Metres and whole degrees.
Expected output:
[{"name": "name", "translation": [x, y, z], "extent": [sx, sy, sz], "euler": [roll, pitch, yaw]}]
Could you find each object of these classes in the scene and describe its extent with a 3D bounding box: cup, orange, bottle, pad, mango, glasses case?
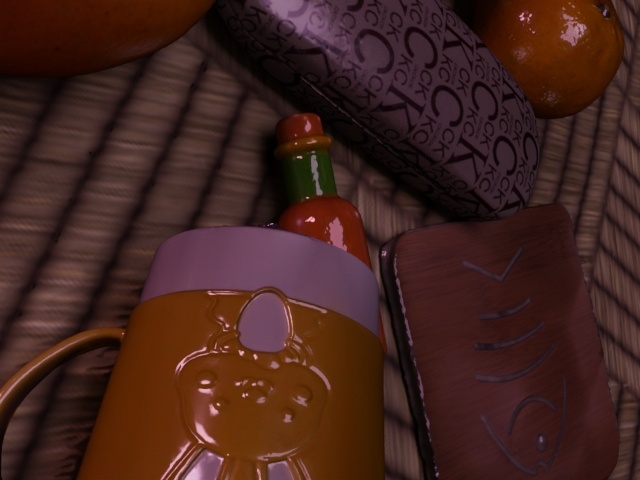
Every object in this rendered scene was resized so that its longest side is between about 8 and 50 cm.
[{"name": "cup", "translation": [-0.073, 0.115, 0.513], "extent": [0.241, 0.185, 0.226], "euler": [12, 65, -7]}, {"name": "orange", "translation": [0.218, -0.195, 0.849], "extent": [0.156, 0.124, 0.156], "euler": [10, 75, -41]}, {"name": "bottle", "translation": [0.000, 0.000, 0.656], "extent": [0.069, 0.069, 0.187], "euler": [-7, 84, -42]}, {"name": "pad", "translation": [0.181, 0.115, 0.823], "extent": [0.286, 0.018, 0.284], "euler": [-11, 88, -42]}, {"name": "mango", "translation": [-0.150, -0.182, 0.515], "extent": [0.257, 0.138, 0.187], "euler": [3, 63, -44]}, {"name": "glasses case", "translation": [0.060, -0.139, 0.723], "extent": [0.354, 0.085, 0.137], "euler": [34, 62, -32]}]
